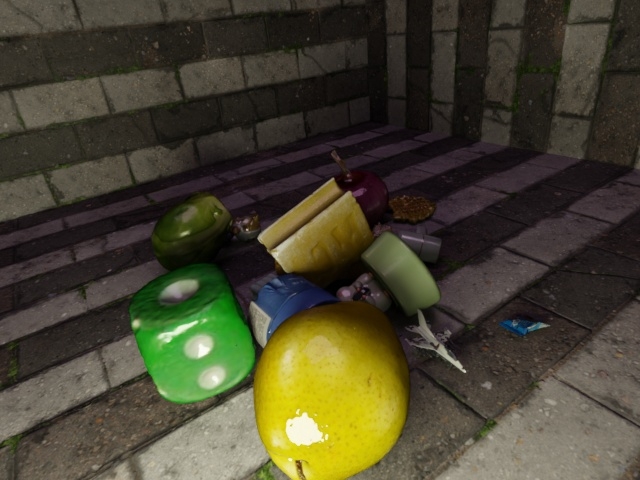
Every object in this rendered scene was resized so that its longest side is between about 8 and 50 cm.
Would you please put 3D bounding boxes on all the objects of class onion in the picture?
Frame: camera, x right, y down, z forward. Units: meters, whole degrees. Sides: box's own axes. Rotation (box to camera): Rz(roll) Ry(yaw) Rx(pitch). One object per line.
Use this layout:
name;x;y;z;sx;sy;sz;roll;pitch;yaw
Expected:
onion;0.150;-0.207;1.942;0.357;0.345;0.359;-7;60;11

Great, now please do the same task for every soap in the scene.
soap;-0.156;0.200;1.486;0.197;0.067;0.119;19;38;39
soap;0.000;0.000;1.354;0.335;0.294;0.156;-37;47;-9

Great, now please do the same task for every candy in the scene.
candy;0.271;-0.021;1.791;0.095;0.085;0.110;5;40;9
candy;0.634;0.260;1.242;0.136;0.038;0.088;-10;14;-21

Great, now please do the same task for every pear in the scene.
pear;0.030;0.321;0.914;0.362;0.363;0.418;9;34;27

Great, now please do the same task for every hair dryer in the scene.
hair dryer;0.422;-0.013;1.737;0.172;0.108;0.357;15;20;10

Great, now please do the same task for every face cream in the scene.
face cream;-0.065;0.244;1.190;0.248;0.249;0.225;-26;33;-32

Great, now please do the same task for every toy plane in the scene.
toy plane;0.339;0.310;1.181;0.159;0.083;0.234;-7;41;-23

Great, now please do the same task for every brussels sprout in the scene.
brussels sprout;-0.557;-0.029;1.746;0.371;0.276;0.315;-39;16;1

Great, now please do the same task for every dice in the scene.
dice;-0.365;0.263;1.176;0.286;0.300;0.297;-22;33;-21

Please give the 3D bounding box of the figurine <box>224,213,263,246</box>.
figurine;-0.411;-0.034;1.929;0.274;0.133;0.193;-27;16;-17

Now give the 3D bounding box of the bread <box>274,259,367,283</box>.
bread;0.023;0.061;1.603;0.374;0.165;0.237;2;32;12

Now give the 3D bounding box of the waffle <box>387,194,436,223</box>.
waffle;0.445;-0.162;2.047;0.290;0.051;0.291;-5;29;3

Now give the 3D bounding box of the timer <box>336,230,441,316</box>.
timer;0.182;0.168;1.322;0.315;0.291;0.291;-36;33;-4
